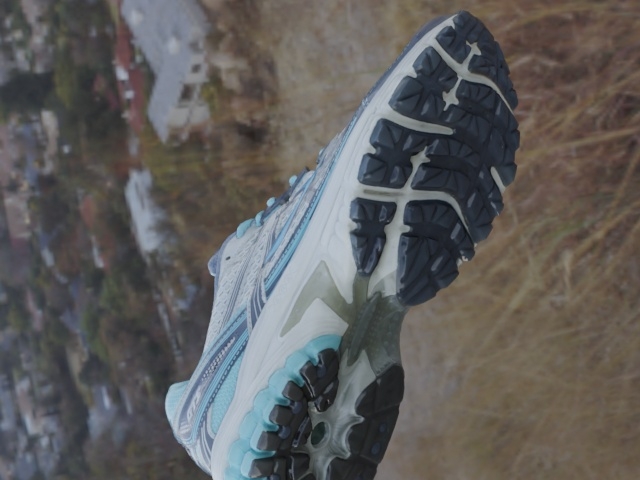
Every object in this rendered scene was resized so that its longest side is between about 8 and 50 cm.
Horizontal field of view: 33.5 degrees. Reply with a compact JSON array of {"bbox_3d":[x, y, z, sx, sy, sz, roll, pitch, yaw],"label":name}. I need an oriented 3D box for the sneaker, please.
[{"bbox_3d":[0.000,0.000,0.558,0.122,0.110,0.283,21,81,45],"label":"sneaker"}]
